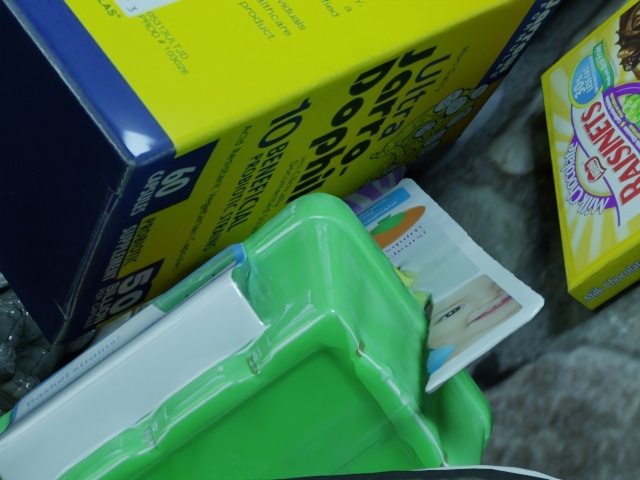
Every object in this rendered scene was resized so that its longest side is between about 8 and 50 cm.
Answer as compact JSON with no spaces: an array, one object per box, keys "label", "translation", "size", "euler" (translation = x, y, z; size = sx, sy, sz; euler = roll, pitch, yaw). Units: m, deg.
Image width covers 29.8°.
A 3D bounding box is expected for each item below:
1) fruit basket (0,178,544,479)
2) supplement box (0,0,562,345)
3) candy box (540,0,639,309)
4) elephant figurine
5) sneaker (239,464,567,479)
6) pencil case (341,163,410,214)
[{"label":"fruit basket","translation":[-0.061,0.078,0.642],"size":[0.327,0.165,0.353],"euler":[-36,18,4]},{"label":"supplement box","translation":[-0.048,-0.125,0.737],"size":[0.357,0.195,0.194],"euler":[-29,-16,-35]},{"label":"candy box","translation":[0.179,-0.062,0.699],"size":[0.105,0.027,0.206],"euler":[-43,27,34]},{"label":"elephant figurine","translation":[-0.288,0.062,1.283],"size":[0.239,0.186,0.169],"euler":[-57,-21,-28]},{"label":"sneaker","translation":[-0.027,0.212,0.453],"size":[0.447,0.257,0.169],"euler":[-42,28,27]},{"label":"pencil case","translation":[0.000,0.000,0.872],"size":[0.086,0.088,0.206],"euler":[103,-172,-61]}]
